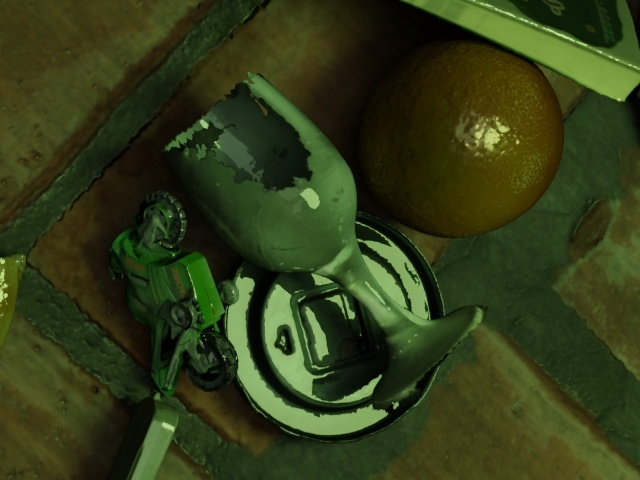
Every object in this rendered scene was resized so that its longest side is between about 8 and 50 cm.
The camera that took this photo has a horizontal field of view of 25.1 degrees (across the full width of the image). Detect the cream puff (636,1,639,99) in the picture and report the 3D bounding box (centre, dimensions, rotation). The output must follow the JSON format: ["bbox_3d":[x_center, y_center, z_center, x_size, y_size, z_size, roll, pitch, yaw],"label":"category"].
[{"bbox_3d":[0.439,-0.165,1.484,0.241,0.155,0.268,-2,87,-20],"label":"cream puff"}]

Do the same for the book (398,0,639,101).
[{"bbox_3d":[0.124,-0.282,1.355,0.371,0.043,0.260,19,39,-18],"label":"book"}]

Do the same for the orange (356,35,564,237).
[{"bbox_3d":[0.134,-0.097,1.354,0.206,0.206,0.206,1,88,-19],"label":"orange"}]

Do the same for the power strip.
[{"bbox_3d":[-0.181,0.244,1.292,0.029,0.080,0.226,24,81,-17],"label":"power strip"}]

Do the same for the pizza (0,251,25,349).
[{"bbox_3d":[-0.385,0.083,1.235,0.292,0.058,0.197,-40,101,-16],"label":"pizza"}]

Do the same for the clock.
[{"bbox_3d":[0.010,0.081,1.382,0.226,0.049,0.226,1,87,-18],"label":"clock"}]

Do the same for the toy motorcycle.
[{"bbox_3d":[-0.139,0.050,1.304,0.074,0.106,0.190,-27,102,-51],"label":"toy motorcycle"}]

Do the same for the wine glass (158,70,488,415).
[{"bbox_3d":[0.000,0.000,1.289,0.321,0.143,0.143,46,75,-9],"label":"wine glass"}]
